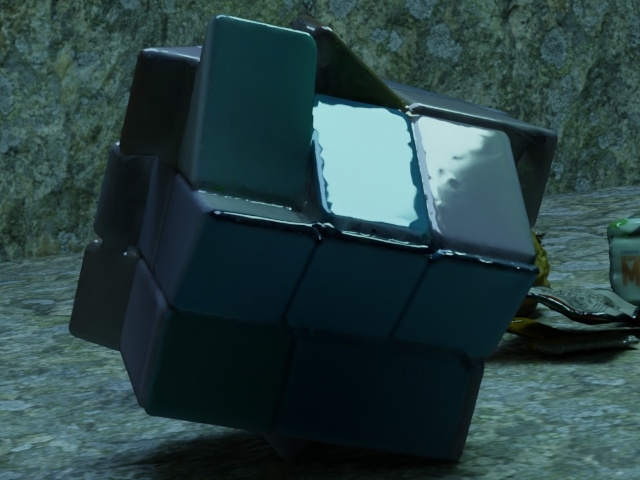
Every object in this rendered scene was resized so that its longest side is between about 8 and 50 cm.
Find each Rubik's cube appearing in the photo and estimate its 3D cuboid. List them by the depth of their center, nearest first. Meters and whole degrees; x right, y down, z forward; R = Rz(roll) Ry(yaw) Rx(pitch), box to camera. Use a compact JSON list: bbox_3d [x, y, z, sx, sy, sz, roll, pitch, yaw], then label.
[{"bbox_3d":[0.000,0.000,1.456,0.387,0.358,0.368,12,12,-17],"label":"Rubik's cube"}]

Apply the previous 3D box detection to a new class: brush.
[{"bbox_3d":[0.258,0.105,1.953,0.103,0.013,0.272,-6,5,-14],"label":"brush"}]

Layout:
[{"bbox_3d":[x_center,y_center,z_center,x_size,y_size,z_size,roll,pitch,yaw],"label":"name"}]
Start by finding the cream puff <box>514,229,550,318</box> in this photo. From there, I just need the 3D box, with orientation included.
[{"bbox_3d":[0.202,0.034,2.152,0.189,0.130,0.189,-6,9,1],"label":"cream puff"}]

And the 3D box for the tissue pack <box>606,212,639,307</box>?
[{"bbox_3d":[0.515,0.018,2.005,0.310,0.128,0.228,-1,4,30],"label":"tissue pack"}]

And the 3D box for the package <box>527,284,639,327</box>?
[{"bbox_3d":[0.274,0.070,1.895,0.166,0.040,0.232,14,5,24],"label":"package"}]
